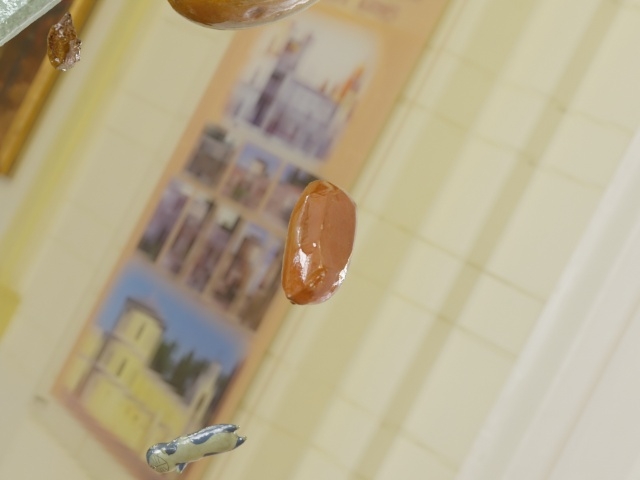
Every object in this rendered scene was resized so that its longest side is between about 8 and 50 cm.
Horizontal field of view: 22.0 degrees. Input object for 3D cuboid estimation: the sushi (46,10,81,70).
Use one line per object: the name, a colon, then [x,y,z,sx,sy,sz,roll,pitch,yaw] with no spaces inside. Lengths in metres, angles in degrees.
sushi: [-0.365,-0.278,2.375,0.047,0.099,0.050,-25,62,-36]

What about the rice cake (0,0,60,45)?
rice cake: [-0.311,-0.309,1.948,0.042,0.245,0.045,52,-1,21]

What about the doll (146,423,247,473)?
doll: [-0.137,0.226,1.801,0.037,0.125,0.027,59,26,-23]

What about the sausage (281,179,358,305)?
sausage: [0.000,0.000,2.015,0.089,0.179,0.089,8,-30,5]

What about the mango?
mango: [-0.057,-0.406,2.274,0.384,0.199,0.221,-18,18,-29]
